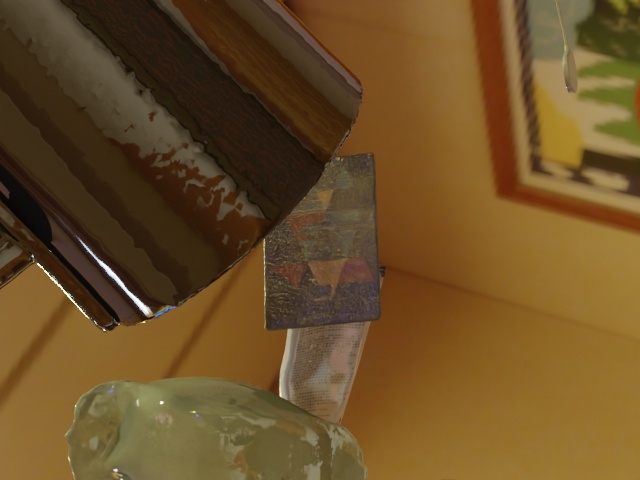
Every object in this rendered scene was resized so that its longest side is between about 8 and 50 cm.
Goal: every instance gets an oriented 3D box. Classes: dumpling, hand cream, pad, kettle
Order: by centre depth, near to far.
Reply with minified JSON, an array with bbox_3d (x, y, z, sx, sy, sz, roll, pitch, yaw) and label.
[{"bbox_3d":[-0.173,-0.109,0.837,0.308,0.262,0.203,45,-155,-20],"label":"kettle"},{"bbox_3d":[0.000,0.000,1.754,0.003,0.143,0.211,54,-148,-67],"label":"pad"},{"bbox_3d":[-0.119,0.279,1.843,0.212,0.321,0.270,-49,-39,-52],"label":"dumpling"},{"bbox_3d":[0.001,0.163,1.960,0.121,0.076,0.336,-4,-49,-18],"label":"hand cream"}]

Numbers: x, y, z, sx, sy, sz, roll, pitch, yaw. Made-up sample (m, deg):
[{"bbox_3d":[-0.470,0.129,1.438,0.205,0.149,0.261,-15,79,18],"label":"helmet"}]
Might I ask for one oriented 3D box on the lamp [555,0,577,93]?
[{"bbox_3d":[0.262,-0.266,1.709,0.050,0.056,0.198,-31,-69,-70],"label":"lamp"}]
